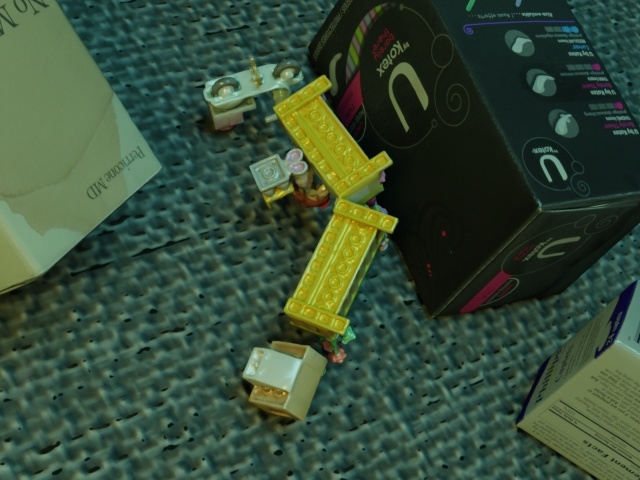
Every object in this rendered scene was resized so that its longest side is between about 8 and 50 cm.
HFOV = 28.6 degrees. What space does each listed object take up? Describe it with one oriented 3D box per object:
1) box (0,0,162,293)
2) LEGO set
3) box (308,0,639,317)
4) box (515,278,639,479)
[{"bbox_3d":[-0.250,-0.123,0.763,0.311,0.121,0.148,58,40,-17],"label":"box"},{"bbox_3d":[0.000,0.000,0.934,0.132,0.107,0.287,-13,65,5],"label":"LEGO set"},{"bbox_3d":[0.125,-0.100,1.000,0.143,0.165,0.270,-8,62,-32],"label":"box"},{"bbox_3d":[0.238,0.116,0.927,0.126,0.137,0.072,33,48,-3],"label":"box"}]
